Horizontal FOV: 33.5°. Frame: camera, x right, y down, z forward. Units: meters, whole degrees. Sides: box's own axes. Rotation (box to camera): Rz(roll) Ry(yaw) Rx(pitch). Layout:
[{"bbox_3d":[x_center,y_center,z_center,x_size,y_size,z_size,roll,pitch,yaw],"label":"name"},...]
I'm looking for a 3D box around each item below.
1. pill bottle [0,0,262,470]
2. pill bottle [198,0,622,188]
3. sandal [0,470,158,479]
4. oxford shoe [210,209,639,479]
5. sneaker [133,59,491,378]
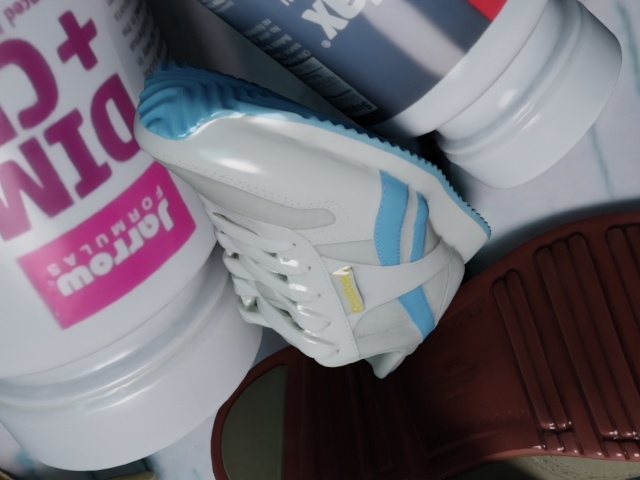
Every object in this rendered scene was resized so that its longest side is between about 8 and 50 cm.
[{"bbox_3d":[-0.135,-0.046,0.443,0.160,0.160,0.283,-13,126,16],"label":"pill bottle"},{"bbox_3d":[0.027,-0.103,0.412,0.180,0.108,0.108,35,124,-20],"label":"pill bottle"},{"bbox_3d":[-0.222,0.165,0.690,0.240,0.088,0.079,-16,93,10],"label":"sandal"},{"bbox_3d":[0.122,0.077,0.562,0.348,0.123,0.130,-15,151,17],"label":"oxford shoe"},{"bbox_3d":[0.000,0.000,0.438,0.092,0.087,0.228,-61,146,-1],"label":"sneaker"}]
